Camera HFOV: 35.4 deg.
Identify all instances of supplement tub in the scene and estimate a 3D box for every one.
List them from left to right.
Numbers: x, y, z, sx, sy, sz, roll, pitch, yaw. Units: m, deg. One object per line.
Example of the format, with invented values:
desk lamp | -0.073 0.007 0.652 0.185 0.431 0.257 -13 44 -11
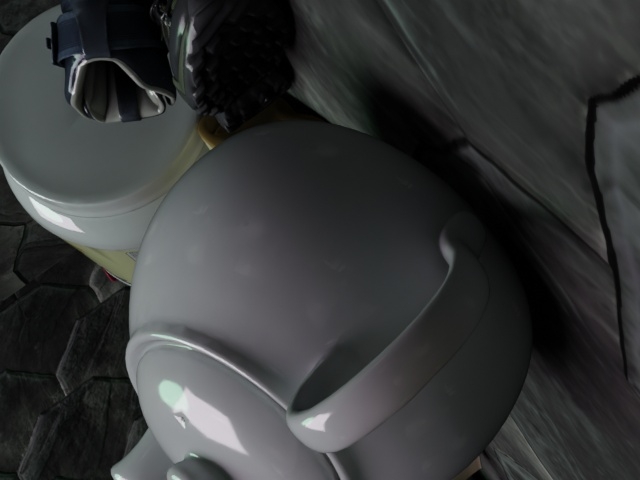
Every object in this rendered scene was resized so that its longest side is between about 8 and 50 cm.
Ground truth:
supplement tub | -0.183 -0.086 1.030 0.235 0.235 0.325 53 176 15

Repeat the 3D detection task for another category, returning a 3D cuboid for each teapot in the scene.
teapot | -0.015 0.070 0.558 0.252 0.187 0.256 19 141 29

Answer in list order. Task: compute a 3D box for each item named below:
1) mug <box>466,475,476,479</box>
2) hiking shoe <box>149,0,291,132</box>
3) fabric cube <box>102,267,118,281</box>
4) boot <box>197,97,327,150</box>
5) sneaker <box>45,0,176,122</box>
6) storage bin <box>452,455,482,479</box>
mug | 0.159 0.441 1.423 0.328 0.276 0.374 43 -161 29
hiking shoe | -0.083 -0.147 0.688 0.114 0.086 0.227 50 174 5
fabric cube | -0.277 -0.152 1.357 0.259 0.254 0.258 58 173 -31
boot | 0.000 0.000 0.810 0.203 0.095 0.262 59 174 -32
sneaker | -0.159 -0.174 0.800 0.226 0.086 0.164 -53 -49 -83
storage bin | 0.045 0.153 1.183 0.260 0.123 0.262 59 172 -34
